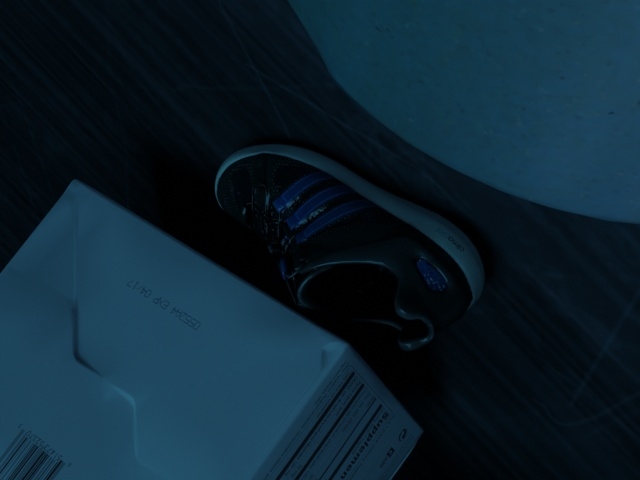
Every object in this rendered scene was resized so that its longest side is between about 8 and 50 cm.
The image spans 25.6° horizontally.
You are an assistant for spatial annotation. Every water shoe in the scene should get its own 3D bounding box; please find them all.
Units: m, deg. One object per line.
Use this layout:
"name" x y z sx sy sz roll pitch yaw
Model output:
"water shoe" 0.000 0.000 0.854 0.203 0.080 0.073 21 137 33

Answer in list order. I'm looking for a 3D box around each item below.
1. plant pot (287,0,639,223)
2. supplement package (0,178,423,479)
"plant pot" 0.119 -0.190 0.346 0.341 0.341 0.334 37 152 14
"supplement package" -0.108 0.120 0.924 0.262 0.204 0.145 29 167 36
